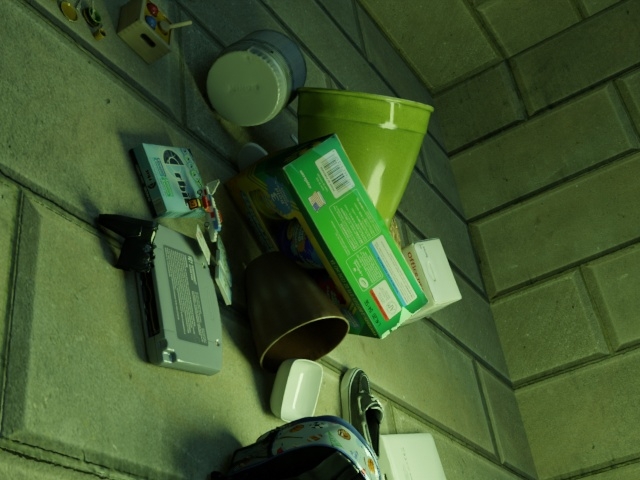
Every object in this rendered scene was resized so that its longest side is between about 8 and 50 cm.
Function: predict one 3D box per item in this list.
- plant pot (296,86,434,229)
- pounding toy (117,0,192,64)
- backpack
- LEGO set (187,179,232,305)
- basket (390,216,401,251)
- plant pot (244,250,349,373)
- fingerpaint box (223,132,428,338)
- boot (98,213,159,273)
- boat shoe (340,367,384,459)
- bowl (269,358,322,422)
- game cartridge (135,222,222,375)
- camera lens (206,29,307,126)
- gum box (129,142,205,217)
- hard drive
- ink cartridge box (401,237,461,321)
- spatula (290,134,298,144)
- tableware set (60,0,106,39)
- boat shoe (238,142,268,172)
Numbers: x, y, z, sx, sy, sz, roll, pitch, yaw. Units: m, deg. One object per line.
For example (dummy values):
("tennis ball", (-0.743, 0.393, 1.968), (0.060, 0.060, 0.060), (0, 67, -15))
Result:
("plant pot", (0.094, -0.202, 2.164), (0.366, 0.367, 0.352), (-4, 103, -66))
("pounding toy", (-0.388, -0.502, 1.917), (0.141, 0.100, 0.130), (43, 32, -42))
("backpack", (-0.018, 0.462, 1.543), (0.276, 0.264, 0.213), (57, 24, -18))
("LEGO set", (-0.220, -0.011, 1.737), (0.182, 0.060, 0.244), (-99, 171, -59))
("basket", (0.095, -0.023, 2.341), (0.223, 0.214, 0.299), (8, 59, -64))
("plant pot", (-0.082, 0.146, 1.842), (0.215, 0.215, 0.230), (27, 28, -56))
("fingerpaint box", (0.000, 0.000, 1.919), (0.163, 0.371, 0.444), (-35, 104, -23))
("boot", (-0.361, 0.006, 1.513), (0.045, 0.121, 0.099), (130, -30, -80))
("boat shoe", (0.114, 0.438, 2.062), (0.108, 0.102, 0.301), (52, 26, -28))
("bowl", (-0.059, 0.332, 1.808), (0.142, 0.053, 0.141), (27, 74, -55))
("game cartridge", (-0.276, 0.118, 1.601), (0.196, 0.060, 0.294), (24, 46, -53))
("camera lens", (-0.167, -0.437, 2.178), (0.219, 0.219, 0.274), (59, 24, -15))
("gum box", (-0.320, -0.127, 1.764), (0.184, 0.041, 0.156), (-3, 70, -67))
("hard drive", (0.257, 0.649, 2.235), (0.353, 0.047, 0.232), (21, 49, -58))
("ink cartridge box", (0.272, 0.137, 2.464), (0.117, 0.278, 0.201), (-10, 74, -35))
("spatula", (-0.019, -0.212, 2.536), (0.242, 0.019, 0.168), (46, 30, -38))
("tableware set", (-0.514, -0.495, 1.735), (0.154, 0.024, 0.104), (50, 27, -33))
("boat shoe", (-0.138, -0.158, 2.149), (0.084, 0.095, 0.258), (-87, 156, -55))
